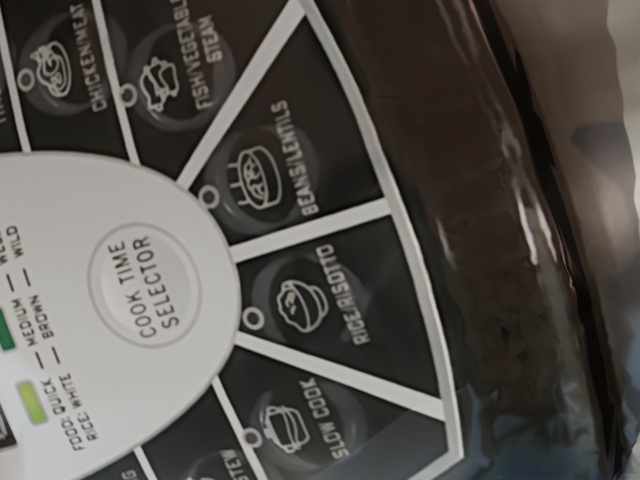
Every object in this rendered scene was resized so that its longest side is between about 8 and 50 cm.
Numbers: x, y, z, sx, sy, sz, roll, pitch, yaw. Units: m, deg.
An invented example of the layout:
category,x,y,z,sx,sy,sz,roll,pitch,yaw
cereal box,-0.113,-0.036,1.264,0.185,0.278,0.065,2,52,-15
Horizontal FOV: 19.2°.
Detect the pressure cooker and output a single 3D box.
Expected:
category,x,y,z,sx,sy,sz,roll,pitch,yaw
pressure cooker,-0.007,-0.012,0.581,0.420,0.375,0.370,-16,-133,24
